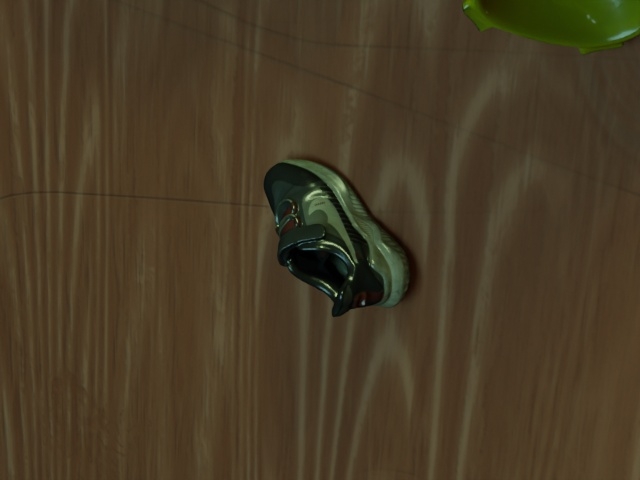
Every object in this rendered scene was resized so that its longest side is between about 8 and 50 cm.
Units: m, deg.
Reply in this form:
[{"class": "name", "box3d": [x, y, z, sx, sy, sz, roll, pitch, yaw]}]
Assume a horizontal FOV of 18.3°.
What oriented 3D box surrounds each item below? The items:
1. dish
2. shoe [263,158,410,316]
[{"class": "dish", "box3d": [0.255, -0.299, 1.886, 0.262, 0.221, 0.108, 124, 152, -53]}, {"class": "shoe", "box3d": [0.000, 0.000, 2.307, 0.227, 0.112, 0.099, 44, 136, 18]}]
